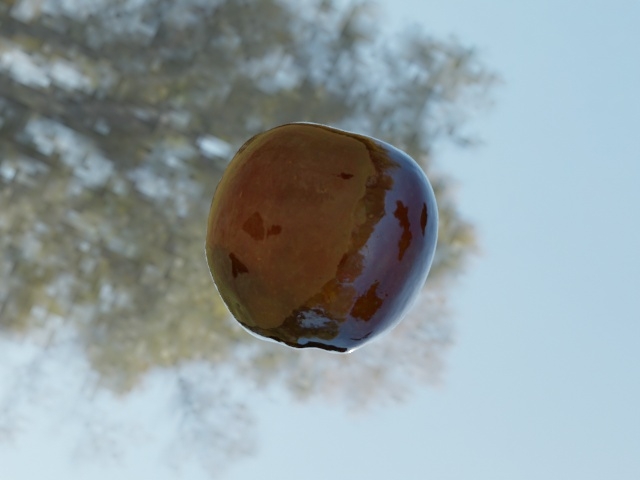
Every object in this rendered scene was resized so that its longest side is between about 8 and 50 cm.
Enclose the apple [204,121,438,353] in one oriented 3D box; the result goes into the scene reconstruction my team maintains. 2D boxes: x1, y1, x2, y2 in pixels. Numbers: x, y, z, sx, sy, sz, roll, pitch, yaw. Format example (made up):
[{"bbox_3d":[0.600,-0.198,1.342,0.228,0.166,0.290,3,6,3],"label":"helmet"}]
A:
[{"bbox_3d":[0.000,0.000,1.902,0.230,0.230,0.230,-54,-159,32],"label":"apple"}]
